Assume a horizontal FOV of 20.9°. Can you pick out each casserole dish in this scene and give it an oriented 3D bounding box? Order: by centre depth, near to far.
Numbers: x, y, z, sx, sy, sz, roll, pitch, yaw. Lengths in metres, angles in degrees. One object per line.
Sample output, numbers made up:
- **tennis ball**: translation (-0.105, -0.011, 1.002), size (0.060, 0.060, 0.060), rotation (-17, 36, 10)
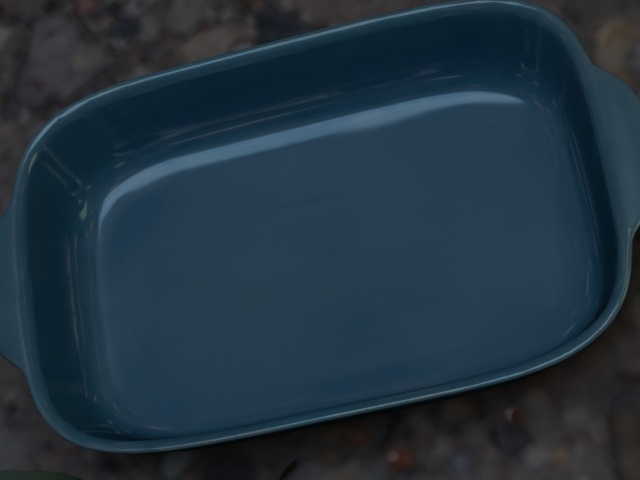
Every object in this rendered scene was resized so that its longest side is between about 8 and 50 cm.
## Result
- **casserole dish**: translation (0.000, 0.000, 0.481), size (0.188, 0.037, 0.114), rotation (-13, 66, 9)

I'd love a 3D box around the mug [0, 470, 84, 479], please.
- **mug**: translation (-0.104, 0.127, 0.416), size (0.129, 0.158, 0.097), rotation (-13, 70, -17)
